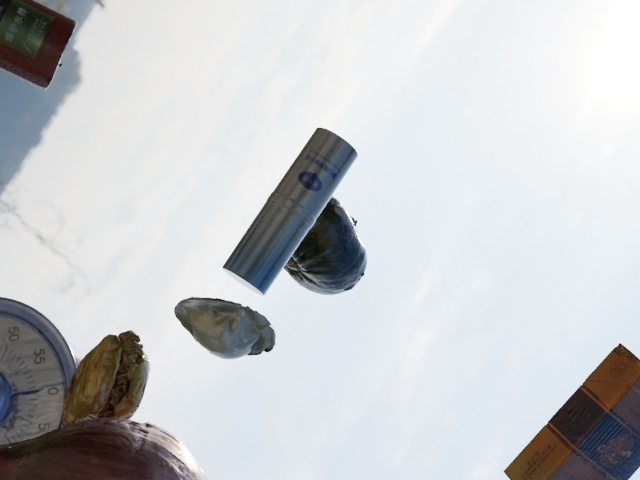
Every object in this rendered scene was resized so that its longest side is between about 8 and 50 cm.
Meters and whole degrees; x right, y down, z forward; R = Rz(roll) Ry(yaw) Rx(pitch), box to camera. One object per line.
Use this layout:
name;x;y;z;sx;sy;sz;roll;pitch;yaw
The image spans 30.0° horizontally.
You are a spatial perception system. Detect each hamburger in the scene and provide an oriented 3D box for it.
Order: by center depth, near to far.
hamburger;-0.296;0.202;1.656;0.147;0.083;0.138;-38;-146;39

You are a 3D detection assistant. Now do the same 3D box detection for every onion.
onion;-0.323;0.338;1.421;0.347;0.385;0.348;-51;-173;8

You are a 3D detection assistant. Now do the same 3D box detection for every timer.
timer;-0.561;0.278;2.065;0.395;0.395;0.173;-62;168;-15

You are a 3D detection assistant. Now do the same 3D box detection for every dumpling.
dumpling;-0.221;0.187;2.736;0.172;0.247;0.142;96;10;-47

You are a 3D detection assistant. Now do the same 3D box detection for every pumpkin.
pumpkin;-0.003;-0.001;2.151;0.152;0.211;0.212;-47;-165;-17

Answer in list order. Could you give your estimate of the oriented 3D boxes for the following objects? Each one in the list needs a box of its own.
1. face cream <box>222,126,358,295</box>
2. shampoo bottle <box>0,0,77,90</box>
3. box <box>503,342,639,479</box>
face cream;-0.043;-0.042;1.729;0.250;0.077;0.077;-57;-162;-9
shampoo bottle;-0.512;-0.333;1.721;0.118;0.314;0.076;-68;-164;-13
box;0.379;0.271;1.625;0.237;0.152;0.070;-50;-140;3
